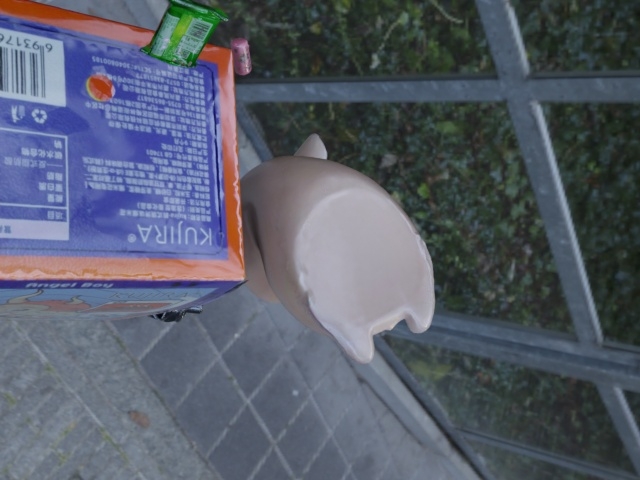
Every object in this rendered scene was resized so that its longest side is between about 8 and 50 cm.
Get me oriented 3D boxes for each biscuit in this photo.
[{"bbox_3d":[-0.102,-0.154,0.566,0.046,0.089,0.016,13,69,-22],"label":"biscuit"}]

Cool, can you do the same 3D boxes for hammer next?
[{"bbox_3d":[-0.174,-0.406,1.685,0.043,0.043,0.083,-48,146,-37],"label":"hammer"}]

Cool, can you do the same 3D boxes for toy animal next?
[{"bbox_3d":[-0.001,0.001,0.879,0.195,0.256,0.212,-31,108,-21],"label":"toy animal"}]

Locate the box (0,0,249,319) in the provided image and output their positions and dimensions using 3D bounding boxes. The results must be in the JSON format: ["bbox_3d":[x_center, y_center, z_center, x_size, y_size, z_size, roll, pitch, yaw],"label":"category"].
[{"bbox_3d":[-0.303,-0.053,0.746,0.349,0.319,0.256,3,78,-43],"label":"box"}]

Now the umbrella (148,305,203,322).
[{"bbox_3d":[-0.386,0.120,1.631,0.273,0.110,0.122,9,115,-12],"label":"umbrella"}]
